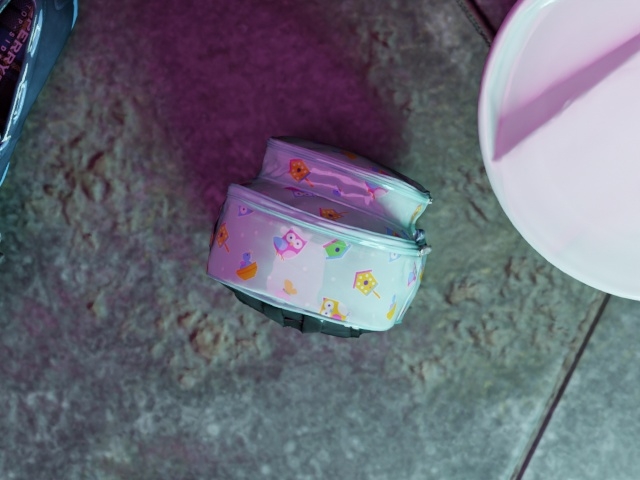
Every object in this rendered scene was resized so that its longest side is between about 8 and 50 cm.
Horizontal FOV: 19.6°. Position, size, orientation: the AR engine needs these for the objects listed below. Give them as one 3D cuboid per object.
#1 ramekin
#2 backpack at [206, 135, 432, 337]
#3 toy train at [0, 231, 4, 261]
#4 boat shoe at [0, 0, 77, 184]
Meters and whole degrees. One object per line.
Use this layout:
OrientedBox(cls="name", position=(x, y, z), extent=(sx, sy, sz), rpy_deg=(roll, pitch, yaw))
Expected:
OrientedBox(cls="ramekin", position=(0.256, -0.099, 1.387), extent=(0.273, 0.127, 0.273), rpy_deg=(2, 103, 10))
OrientedBox(cls="backpack", position=(0.000, 0.000, 1.417), extent=(0.166, 0.188, 0.144), rpy_deg=(20, 102, 6))
OrientedBox(cls="toy train", position=(-0.374, 0.040, 1.478), extent=(0.190, 0.142, 0.334), rpy_deg=(35, 124, -2))
OrientedBox(cls="boat shoe", position=(-0.291, -0.108, 1.495), extent=(0.109, 0.089, 0.258), rpy_deg=(25, 103, 4))
